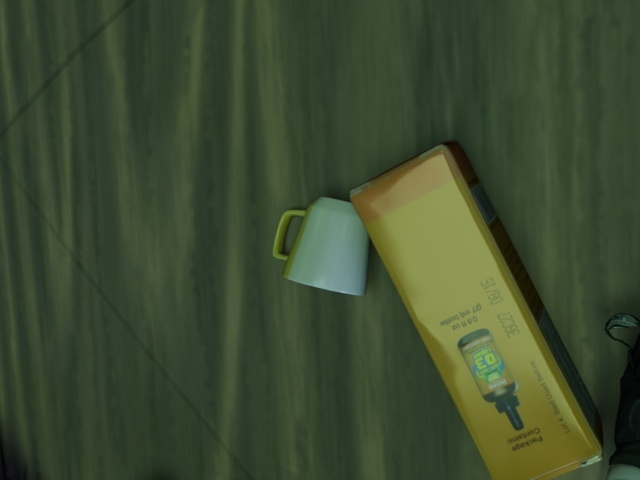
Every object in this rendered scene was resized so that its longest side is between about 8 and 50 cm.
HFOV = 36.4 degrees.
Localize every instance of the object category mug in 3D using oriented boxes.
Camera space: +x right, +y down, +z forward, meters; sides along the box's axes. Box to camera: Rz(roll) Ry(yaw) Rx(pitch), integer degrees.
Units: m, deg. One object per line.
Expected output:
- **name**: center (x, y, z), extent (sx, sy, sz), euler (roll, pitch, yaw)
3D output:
- **mug**: center (0.002, 0.001, 0.707), extent (0.078, 0.062, 0.064), euler (13, 92, 7)

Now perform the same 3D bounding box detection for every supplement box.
- **supplement box**: center (0.111, 0.050, 0.674), extent (0.078, 0.080, 0.233), euler (-26, 88, 18)

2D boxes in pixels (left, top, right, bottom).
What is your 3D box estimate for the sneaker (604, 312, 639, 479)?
- **sneaker**: center (0.302, 0.087, 0.587), extent (0.268, 0.101, 0.153), euler (-9, 76, 27)
